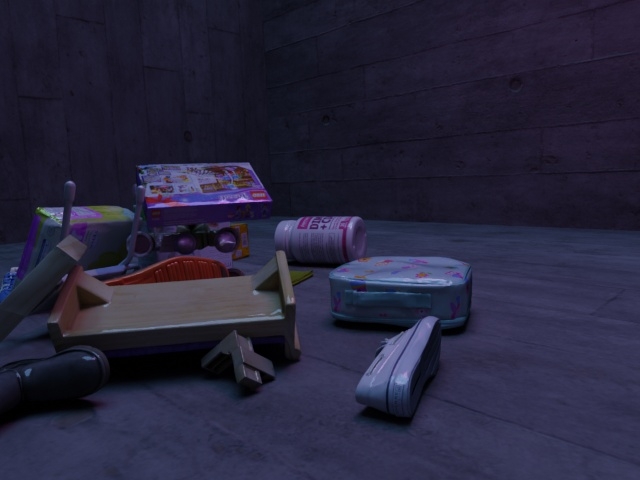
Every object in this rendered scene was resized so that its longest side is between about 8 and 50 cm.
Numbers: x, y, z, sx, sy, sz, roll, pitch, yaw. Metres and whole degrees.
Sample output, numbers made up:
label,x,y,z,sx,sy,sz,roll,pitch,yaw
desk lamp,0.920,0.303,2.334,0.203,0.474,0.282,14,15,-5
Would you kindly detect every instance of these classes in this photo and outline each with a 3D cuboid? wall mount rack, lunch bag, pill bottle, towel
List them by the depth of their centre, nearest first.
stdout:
label,x,y,z,sx,sy,sz,roll,pitch,yaw
lunch bag,0.157,0.103,0.979,0.278,0.108,0.224,0,10,21
wall mount rack,-0.491,0.026,0.992,0.304,0.131,0.350,-38,-6,15
towel,-0.109,0.109,1.353,0.102,0.021,0.237,2,8,22
pill bottle,0.000,0.000,1.628,0.282,0.161,0.160,1,8,24

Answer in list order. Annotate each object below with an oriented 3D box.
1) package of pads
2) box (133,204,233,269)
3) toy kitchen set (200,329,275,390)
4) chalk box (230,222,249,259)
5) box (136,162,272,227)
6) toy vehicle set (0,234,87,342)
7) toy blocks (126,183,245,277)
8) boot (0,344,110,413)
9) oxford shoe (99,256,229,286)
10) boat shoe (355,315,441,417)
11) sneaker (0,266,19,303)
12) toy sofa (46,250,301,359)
label,x,y,z,sx,sy,sz,roll,pitch,yaw
package of pads,-0.602,0.024,1.239,0.101,0.229,0.296,27,11,14
box,-0.409,-0.002,1.485,0.126,0.231,0.261,4,10,44
toy kitchen set,-0.116,0.192,0.702,0.068,0.075,0.083,38,17,-40
chalk box,-0.395,0.002,1.850,0.212,0.133,0.132,0,7,27
box,-0.288,-0.119,1.200,0.293,0.057,0.201,-5,38,-25
toy vehicle set,-0.460,0.107,0.722,0.267,0.035,0.166,-49,20,-9
toy blocks,-0.342,-0.012,1.225,0.288,0.309,0.260,-3,2,-2
boot,-0.386,0.192,0.573,0.189,0.076,0.208,-15,-2,12
oxford shoe,-0.369,0.107,1.054,0.363,0.130,0.132,-9,4,-43
boat shoe,0.111,0.156,0.664,0.075,0.083,0.226,2,9,24
sneaker,-0.766,0.122,1.216,0.080,0.081,0.211,-5,10,-31
toy sofa,-0.218,0.138,0.788,0.362,0.177,0.150,-3,32,-10
